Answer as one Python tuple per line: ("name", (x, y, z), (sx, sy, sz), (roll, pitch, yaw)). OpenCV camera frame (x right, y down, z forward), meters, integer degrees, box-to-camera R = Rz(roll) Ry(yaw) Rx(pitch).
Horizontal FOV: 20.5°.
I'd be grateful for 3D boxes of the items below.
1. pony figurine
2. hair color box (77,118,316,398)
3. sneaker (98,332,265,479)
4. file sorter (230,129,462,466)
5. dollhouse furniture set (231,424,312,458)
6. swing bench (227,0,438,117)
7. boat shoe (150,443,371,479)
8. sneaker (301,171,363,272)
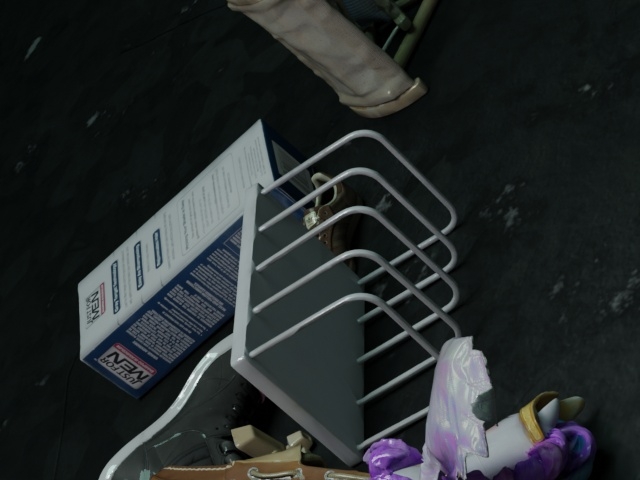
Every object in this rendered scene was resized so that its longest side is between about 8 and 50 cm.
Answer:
("pony figurine", (0.088, 0.233, 1.474), (0.363, 0.302, 0.351), (-24, 7, -3))
("hair color box", (-0.156, 0.024, 2.266), (0.347, 0.105, 0.174), (-41, 29, 17))
("sneaker", (-0.100, 0.218, 1.979), (0.147, 0.104, 0.296), (25, 62, 39))
("file sorter", (0.038, 0.051, 1.866), (0.173, 0.193, 0.277), (-31, 33, 26))
("dollhouse furniture set", (-0.067, 0.236, 1.878), (0.081, 0.114, 0.091), (-47, 30, 15))
("swing bench", (0.014, -0.313, 2.268), (0.165, 0.253, 0.254), (-26, 36, 39))
("boat shoe", (-0.031, 0.270, 1.767), (0.324, 0.122, 0.120), (8, 52, 39))
("sneaker", (0.000, 0.000, 2.104), (0.066, 0.071, 0.188), (-30, 34, 34))
